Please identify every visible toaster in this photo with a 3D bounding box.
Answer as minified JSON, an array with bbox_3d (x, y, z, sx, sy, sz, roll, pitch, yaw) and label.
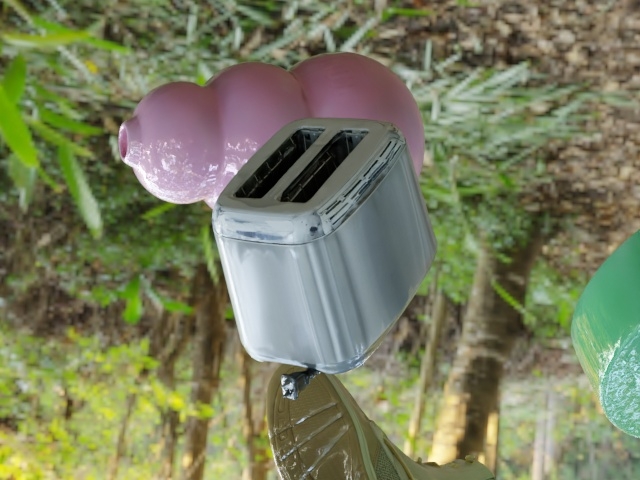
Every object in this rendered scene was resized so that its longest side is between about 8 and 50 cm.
[{"bbox_3d":[0.000,0.000,0.909,0.129,0.147,0.227,6,-143,31],"label":"toaster"}]

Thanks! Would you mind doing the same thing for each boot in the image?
[{"bbox_3d":[0.072,0.219,1.070,0.095,0.262,0.203,-43,159,27],"label":"boot"}]

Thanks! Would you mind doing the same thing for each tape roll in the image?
[{"bbox_3d":[0.393,0.064,1.035,0.321,0.077,0.321,-10,140,-9],"label":"tape roll"}]

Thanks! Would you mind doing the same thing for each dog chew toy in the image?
[{"bbox_3d":[-0.055,-0.108,1.248,0.331,0.207,0.206,-1,177,-25],"label":"dog chew toy"}]
